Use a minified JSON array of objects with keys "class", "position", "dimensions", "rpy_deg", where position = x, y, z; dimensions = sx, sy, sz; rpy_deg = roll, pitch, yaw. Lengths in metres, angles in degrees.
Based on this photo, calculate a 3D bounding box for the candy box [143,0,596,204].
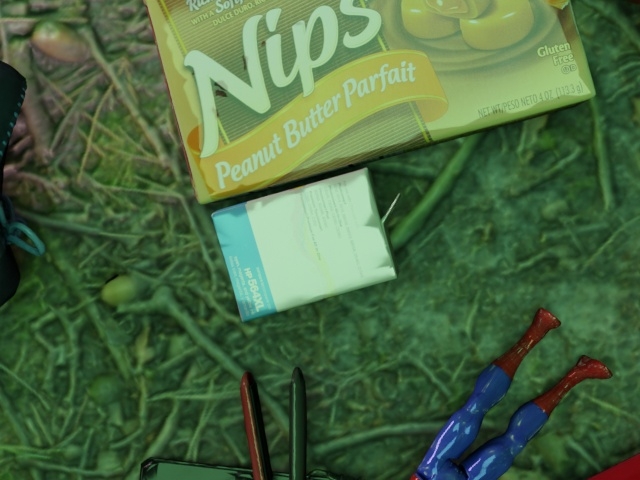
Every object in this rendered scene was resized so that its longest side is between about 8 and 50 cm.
[{"class":"candy box","position":[0.036,-0.155,0.920],"dimensions":[0.317,0.087,0.182],"rpy_deg":[-15,91,5]}]

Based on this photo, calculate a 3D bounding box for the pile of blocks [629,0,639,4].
[{"class":"pile of blocks","position":[0.245,-0.259,0.881],"dimensions":[0.149,0.113,0.362],"rpy_deg":[-10,85,-35]}]

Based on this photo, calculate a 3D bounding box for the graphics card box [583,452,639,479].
[{"class":"graphics card box","position":[0.258,0.373,0.899],"dimensions":[0.233,0.094,0.370],"rpy_deg":[-30,91,15]}]

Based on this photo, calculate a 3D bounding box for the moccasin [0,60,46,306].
[{"class":"moccasin","position":[-0.298,0.013,0.943],"dimensions":[0.117,0.137,0.342],"rpy_deg":[21,113,-21]}]

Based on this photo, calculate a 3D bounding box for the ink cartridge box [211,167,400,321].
[{"class":"ink cartridge box","position":[0.000,0.000,0.925],"dimensions":[0.143,0.092,0.089],"rpy_deg":[-15,91,5]}]

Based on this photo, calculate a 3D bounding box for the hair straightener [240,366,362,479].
[{"class":"hair straightener","position":[-0.007,0.215,0.937],"dimensions":[0.089,0.047,0.230],"rpy_deg":[-8,85,4]}]

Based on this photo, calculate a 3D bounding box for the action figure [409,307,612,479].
[{"class":"action figure","position":[0.106,0.178,0.881],"dimensions":[0.091,0.139,0.280],"rpy_deg":[44,88,-1]}]

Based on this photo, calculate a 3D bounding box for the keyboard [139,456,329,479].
[{"class":"keyboard","position":[-0.067,0.244,0.975],"dimensions":[0.180,0.023,0.108],"rpy_deg":[6,86,5]}]
